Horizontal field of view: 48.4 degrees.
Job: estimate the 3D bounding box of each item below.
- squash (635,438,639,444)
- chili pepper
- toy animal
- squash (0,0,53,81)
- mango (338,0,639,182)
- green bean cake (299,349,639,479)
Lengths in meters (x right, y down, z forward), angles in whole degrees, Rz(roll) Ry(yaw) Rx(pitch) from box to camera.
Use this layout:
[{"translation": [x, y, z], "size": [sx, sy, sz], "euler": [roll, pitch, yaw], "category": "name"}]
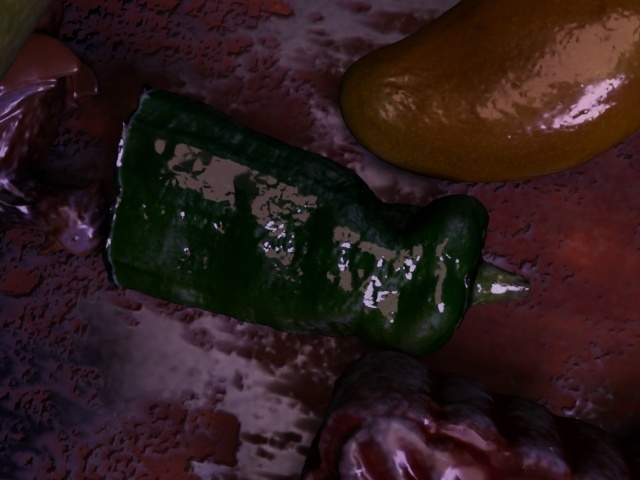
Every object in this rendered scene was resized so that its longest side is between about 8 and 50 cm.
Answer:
[{"translation": [0.177, 0.244, 0.445], "size": [0.107, 0.107, 0.395], "euler": [36, 90, 3], "category": "squash"}, {"translation": [0.000, 0.000, 0.462], "size": [0.271, 0.099, 0.136], "euler": [15, 86, 3], "category": "chili pepper"}, {"translation": [-0.198, -0.089, 0.482], "size": [0.179, 0.089, 0.188], "euler": [31, 88, -2], "category": "toy animal"}, {"translation": [-0.221, -0.241, 0.350], "size": [0.263, 0.263, 0.384], "euler": [23, 70, 2], "category": "squash"}, {"translation": [0.126, -0.106, 0.468], "size": [0.228, 0.099, 0.136], "euler": [-16, 92, 9], "category": "mango"}, {"translation": [0.068, 0.197, 0.425], "size": [0.199, 0.097, 0.232], "euler": [24, 107, 4], "category": "green bean cake"}]
